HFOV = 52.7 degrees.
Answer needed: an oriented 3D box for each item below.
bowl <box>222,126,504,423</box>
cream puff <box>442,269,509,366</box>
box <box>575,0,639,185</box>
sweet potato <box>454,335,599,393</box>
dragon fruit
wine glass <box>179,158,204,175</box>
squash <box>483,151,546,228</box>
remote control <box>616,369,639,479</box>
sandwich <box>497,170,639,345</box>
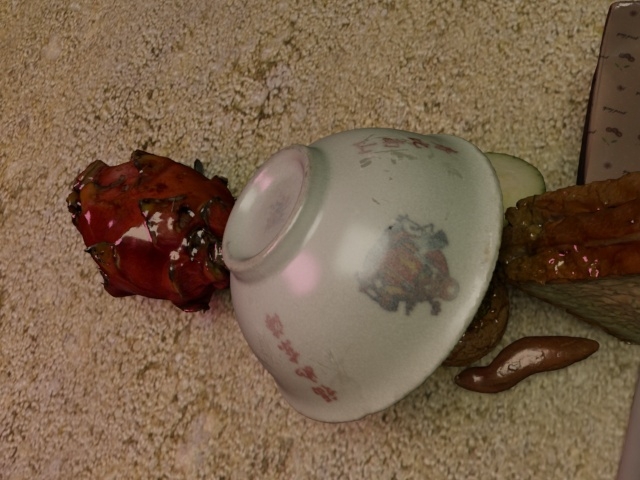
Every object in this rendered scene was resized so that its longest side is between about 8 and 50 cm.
[{"bbox_3d":[0.000,0.000,0.847,0.435,0.196,0.434,-37,37,34],"label":"bowl"},{"bbox_3d":[0.170,0.081,0.903,0.184,0.169,0.183,-5,73,15],"label":"cream puff"},{"bbox_3d":[0.479,-0.142,0.878,0.225,0.190,0.296,9,74,19],"label":"box"},{"bbox_3d":[0.286,0.167,0.903,0.202,0.055,0.058,-21,57,9],"label":"sweet potato"},{"bbox_3d":[-0.259,-0.017,1.036,0.315,0.250,0.250,11,75,4],"label":"dragon fruit"},{"bbox_3d":[-0.253,-0.120,1.169,0.083,0.042,0.039,-9,32,16],"label":"wine glass"},{"bbox_3d":[0.216,-0.060,0.945,0.220,0.041,0.219,-7,36,5],"label":"squash"},{"bbox_3d":[0.436,0.307,0.811,0.110,0.055,0.312,14,76,20],"label":"remote control"},{"bbox_3d":[0.415,0.037,0.768,0.326,0.262,0.131,23,72,-21],"label":"sandwich"}]
